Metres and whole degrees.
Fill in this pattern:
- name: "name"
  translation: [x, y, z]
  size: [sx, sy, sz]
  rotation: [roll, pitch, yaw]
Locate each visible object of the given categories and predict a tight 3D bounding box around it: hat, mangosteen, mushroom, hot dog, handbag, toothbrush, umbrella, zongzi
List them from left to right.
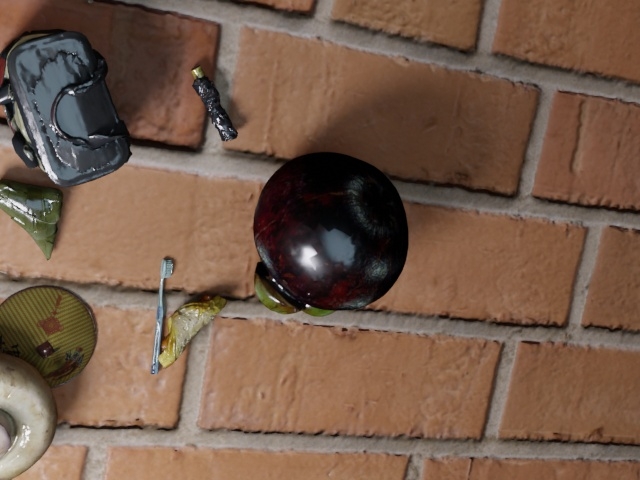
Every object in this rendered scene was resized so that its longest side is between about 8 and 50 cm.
- name: "mushroom"
  translation: [-0.561, 0.303, 1.673]
  size: [0.255, 0.184, 0.255]
  rotation: [-6, 106, -22]
- name: "zongzi"
  translation: [-0.520, -0.037, 1.687]
  size: [0.154, 0.062, 0.130]
  rotation: [10, 110, -17]
- name: "hat"
  translation: [-0.481, 0.181, 1.735]
  size: [0.193, 0.082, 0.193]
  rotation: [-5, 105, -20]
- name: "handbag"
  translation: [-0.422, -0.214, 1.611]
  size: [0.181, 0.181, 0.254]
  rotation: [-23, 109, -16]
- name: "toothbrush"
  translation: [-0.293, 0.141, 1.836]
  size: [0.019, 0.016, 0.219]
  rotation: [2, 100, -31]
- name: "hot dog"
  translation: [-0.248, 0.155, 1.828]
  size: [0.061, 0.078, 0.169]
  rotation: [43, 79, -8]
- name: "umbrella"
  translation: [-0.190, -0.242, 1.776]
  size: [0.037, 0.040, 0.144]
  rotation: [-28, 110, -4]
- name: "mangosteen"
  translation: [0.006, -0.011, 1.793]
  size: [0.300, 0.300, 0.300]
  rotation: [-5, 104, -21]

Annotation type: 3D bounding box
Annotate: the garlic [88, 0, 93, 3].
- name: "garlic"
  translation: [-0.358, -0.467, 1.635]
  size: [0.174, 0.099, 0.124]
  rotation: [-16, 88, -22]
